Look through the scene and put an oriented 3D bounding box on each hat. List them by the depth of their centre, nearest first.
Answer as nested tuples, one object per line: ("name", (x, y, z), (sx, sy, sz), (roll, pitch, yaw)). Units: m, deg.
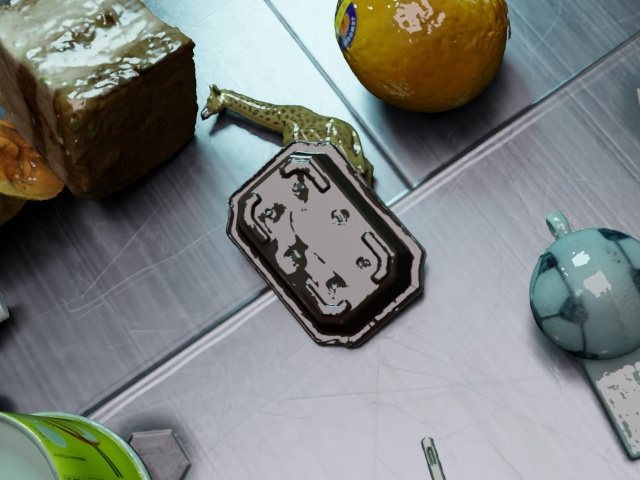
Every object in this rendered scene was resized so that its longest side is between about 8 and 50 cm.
("hat", (-0.486, -0.031, 1.414), (0.233, 0.244, 0.233), (34, 110, 5))

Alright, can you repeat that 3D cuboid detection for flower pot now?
("flower pot", (0.000, 0.000, 1.302), (0.179, 0.084, 0.251), (-41, 82, 5))

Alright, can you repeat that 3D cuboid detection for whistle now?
("whistle", (0.326, 0.090, 1.209), (0.163, 0.163, 0.290), (-26, 68, 0))

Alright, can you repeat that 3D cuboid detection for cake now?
("cake", (-0.315, -0.223, 1.391), (0.198, 0.196, 0.293), (-38, 67, -23))

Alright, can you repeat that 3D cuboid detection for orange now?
("orange", (0.124, -0.261, 1.342), (0.219, 0.193, 0.219), (4, 46, -4))

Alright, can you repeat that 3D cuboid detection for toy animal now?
("toy animal", (-0.037, -0.127, 1.403), (0.149, 0.054, 0.275), (-38, 71, 1))

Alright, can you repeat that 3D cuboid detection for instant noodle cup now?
("instant noodle cup", (-0.357, 0.321, 1.213), (0.311, 0.221, 0.311), (-3, 69, 9))

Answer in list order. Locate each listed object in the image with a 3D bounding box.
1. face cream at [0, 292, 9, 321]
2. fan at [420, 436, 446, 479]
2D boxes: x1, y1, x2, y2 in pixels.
("face cream", (-0.531, 0.139, 1.385), (0.283, 0.073, 0.073), (-24, 69, 2))
("fan", (0.151, 0.398, 1.209), (0.294, 0.012, 0.223), (42, 83, 20))
